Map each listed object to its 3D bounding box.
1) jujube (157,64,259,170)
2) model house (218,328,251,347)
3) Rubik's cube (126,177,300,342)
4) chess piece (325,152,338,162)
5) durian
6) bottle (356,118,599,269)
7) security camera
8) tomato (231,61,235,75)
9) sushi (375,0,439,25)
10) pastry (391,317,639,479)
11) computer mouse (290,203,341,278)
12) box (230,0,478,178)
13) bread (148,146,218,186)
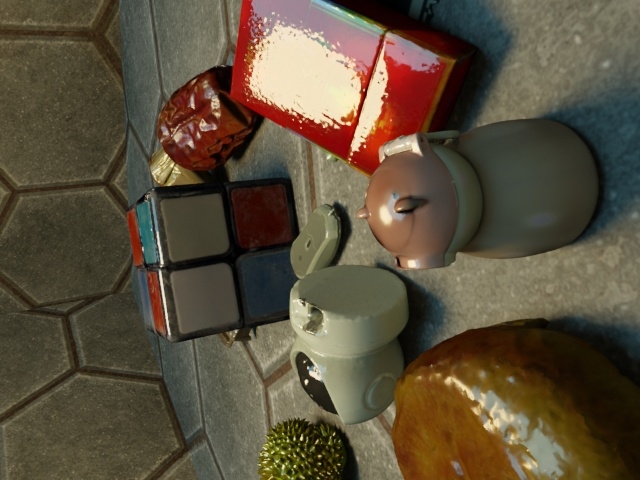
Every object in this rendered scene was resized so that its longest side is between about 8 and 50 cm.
[{"bbox_3d":[-0.268,-0.295,1.339,0.342,0.216,0.216,-24,77,50],"label":"jujube"},{"bbox_3d":[-0.273,0.215,1.570,0.229,0.122,0.188,-9,93,60],"label":"model house"},{"bbox_3d":[-0.245,0.039,1.253,0.318,0.316,0.313,-7,91,62],"label":"Rubik's cube"},{"bbox_3d":[0.034,-0.166,0.957,0.093,0.042,0.042,127,128,-63],"label":"chess piece"},{"bbox_3d":[-0.046,0.487,1.182,0.237,0.176,0.200,119,155,-66],"label":"durian"},{"bbox_3d":[0.149,-0.044,0.558,0.147,0.236,0.147,29,124,56],"label":"bottle"},{"bbox_3d":[0.048,0.177,0.887,0.194,0.194,0.236,35,134,54],"label":"security camera"},{"bbox_3d":[-0.085,-0.314,1.053,0.091,0.159,0.139,-62,18,-20],"label":"tomato"},{"bbox_3d":[0.033,-0.374,0.782,0.296,0.100,0.373,48,139,34],"label":"sushi"},{"bbox_3d":[0.221,0.249,0.609,0.356,0.164,0.356,31,128,50],"label":"pastry"},{"bbox_3d":[0.000,0.000,1.052,0.089,0.056,0.182,60,138,31],"label":"computer mouse"},{"bbox_3d":[0.028,-0.226,0.747,0.313,0.089,0.197,32,131,18],"label":"box"},{"bbox_3d":[-0.390,-0.177,1.563,0.210,0.110,0.192,45,-172,-28],"label":"bread"}]
